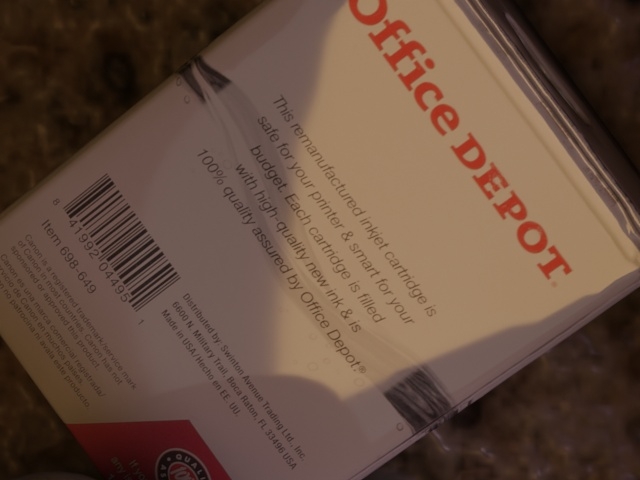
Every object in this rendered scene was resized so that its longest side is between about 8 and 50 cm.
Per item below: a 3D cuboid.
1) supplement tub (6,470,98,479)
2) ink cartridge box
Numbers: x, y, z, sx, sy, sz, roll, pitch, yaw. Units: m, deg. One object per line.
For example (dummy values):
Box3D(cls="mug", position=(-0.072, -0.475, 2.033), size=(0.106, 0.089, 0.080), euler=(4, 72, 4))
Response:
Box3D(cls="supplement tub", position=(-0.048, 0.267, 0.593), size=(0.241, 0.241, 0.331), euler=(-38, 107, 17))
Box3D(cls="ink cartridge box", position=(0.000, 0.000, 0.652), size=(0.218, 0.092, 0.159), euler=(-37, 88, 19))
